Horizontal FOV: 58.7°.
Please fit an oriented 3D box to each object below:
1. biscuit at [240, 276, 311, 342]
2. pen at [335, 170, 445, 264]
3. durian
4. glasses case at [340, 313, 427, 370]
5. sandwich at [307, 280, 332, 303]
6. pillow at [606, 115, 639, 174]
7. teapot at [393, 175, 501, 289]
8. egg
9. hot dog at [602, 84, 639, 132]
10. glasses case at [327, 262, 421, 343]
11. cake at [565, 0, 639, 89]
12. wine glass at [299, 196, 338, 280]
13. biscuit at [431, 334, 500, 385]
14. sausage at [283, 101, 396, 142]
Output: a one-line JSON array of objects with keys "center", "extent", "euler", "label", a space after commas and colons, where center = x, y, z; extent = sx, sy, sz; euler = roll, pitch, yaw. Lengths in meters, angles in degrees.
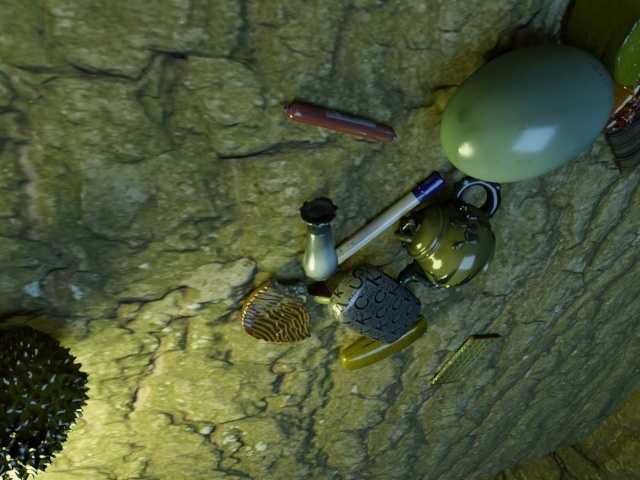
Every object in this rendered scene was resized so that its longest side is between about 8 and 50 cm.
[{"center": [-0.074, 0.157, 1.184], "extent": [0.176, 0.031, 0.229], "euler": [-37, 138, 23], "label": "biscuit"}, {"center": [0.126, -0.039, 1.104], "extent": [0.269, 0.033, 0.033], "euler": [-38, 140, 11], "label": "pen"}, {"center": [-0.524, 0.274, 0.905], "extent": [0.293, 0.258, 0.258], "euler": [-23, 142, 10], "label": "durian"}, {"center": [0.158, 0.252, 1.412], "extent": [0.234, 0.064, 0.079], "euler": [-26, 148, -4], "label": "glasses case"}, {"center": [-0.001, 0.107, 1.183], "extent": [0.084, 0.044, 0.030], "euler": [6, 144, 26], "label": "sandwich"}, {"center": [0.682, -0.225, 1.230], "extent": [0.113, 0.038, 0.203], "euler": [-40, 139, 14], "label": "pillow"}, {"center": [0.241, -0.014, 1.113], "extent": [0.183, 0.173, 0.269], "euler": [21, 112, -18], "label": "teapot"}, {"center": [0.328, -0.203, 0.912], "extent": [0.283, 0.202, 0.202], "euler": [-23, 141, 0], "label": "egg"}, {"center": [0.619, -0.300, 1.081], "extent": [0.102, 0.076, 0.249], "euler": [9, 127, -42], "label": "hot dog"}, {"center": [0.127, 0.143, 1.228], "extent": [0.137, 0.085, 0.355], "euler": [-53, 149, 1], "label": "glasses case"}, {"center": [0.517, -0.377, 0.884], "extent": [0.179, 0.156, 0.260], "euler": [-11, 136, -30], "label": "cake"}, {"center": [0.000, 0.000, 1.040], "extent": [0.072, 0.072, 0.155], "euler": [-18, 139, -14], "label": "wine glass"}, {"center": [0.443, 0.367, 1.747], "extent": [0.139, 0.016, 0.231], "euler": [4, 131, -34], "label": "biscuit"}, {"center": [0.037, -0.184, 0.895], "extent": [0.223, 0.029, 0.029], "euler": [6, 130, -35], "label": "sausage"}]
